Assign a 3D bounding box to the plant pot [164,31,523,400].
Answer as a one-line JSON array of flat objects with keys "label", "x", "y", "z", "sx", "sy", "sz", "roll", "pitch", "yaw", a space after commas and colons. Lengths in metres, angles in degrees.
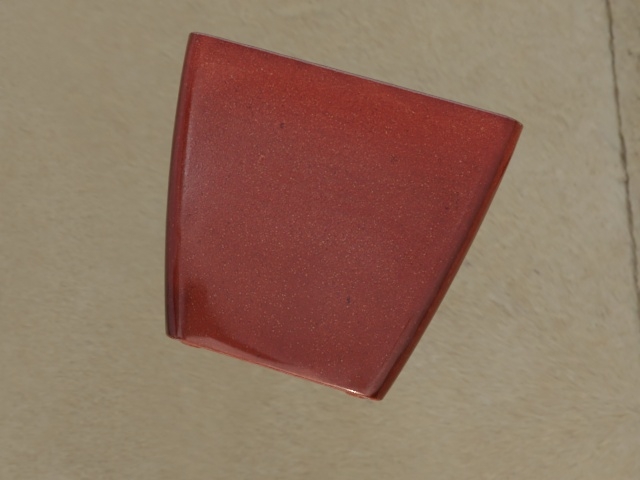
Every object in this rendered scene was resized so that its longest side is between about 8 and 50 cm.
[{"label": "plant pot", "x": 0.000, "y": 0.000, "z": 0.922, "sx": 0.267, "sy": 0.267, "sz": 0.235, "roll": 17, "pitch": 86, "yaw": 6}]
